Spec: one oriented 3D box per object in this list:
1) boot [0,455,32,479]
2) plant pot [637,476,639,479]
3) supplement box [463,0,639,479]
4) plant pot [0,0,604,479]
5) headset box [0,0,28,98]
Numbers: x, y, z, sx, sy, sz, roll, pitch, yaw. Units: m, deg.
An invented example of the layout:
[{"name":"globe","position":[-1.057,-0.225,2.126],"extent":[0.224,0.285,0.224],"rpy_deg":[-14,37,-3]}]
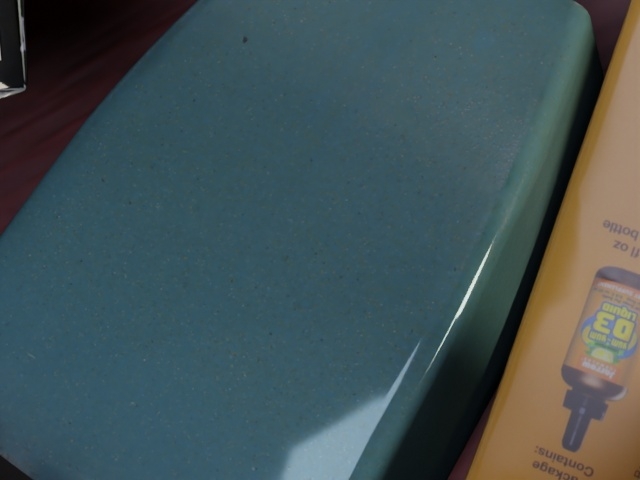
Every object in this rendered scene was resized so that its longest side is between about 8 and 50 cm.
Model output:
[{"name":"boot","position":[-0.109,0.149,0.581],"extent":[0.305,0.115,0.112],"rpy_deg":[34,76,31]},{"name":"plant pot","position":[0.169,0.191,0.462],"extent":[0.212,0.187,0.212],"rpy_deg":[36,100,18]},{"name":"supplement box","position":[0.130,0.005,0.526],"extent":[0.078,0.080,0.234],"rpy_deg":[21,101,17]},{"name":"plant pot","position":[0.000,0.000,0.522],"extent":[0.165,0.165,0.234],"rpy_deg":[32,92,17]},{"name":"headset box","position":[-0.247,-0.167,0.555],"extent":[0.283,0.131,0.247],"rpy_deg":[2,98,53]}]
